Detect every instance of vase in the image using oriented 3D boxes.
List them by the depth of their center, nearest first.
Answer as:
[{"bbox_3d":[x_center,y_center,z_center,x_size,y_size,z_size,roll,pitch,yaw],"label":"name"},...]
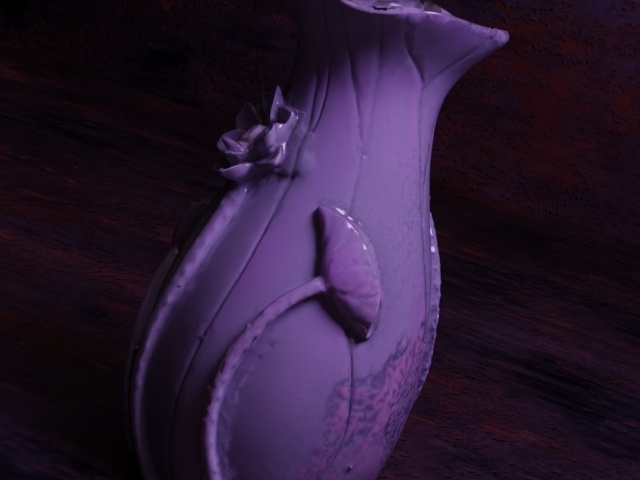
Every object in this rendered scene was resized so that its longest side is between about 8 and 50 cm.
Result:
[{"bbox_3d":[0.000,0.000,1.115,0.250,0.445,0.250,16,13,-4],"label":"vase"}]
